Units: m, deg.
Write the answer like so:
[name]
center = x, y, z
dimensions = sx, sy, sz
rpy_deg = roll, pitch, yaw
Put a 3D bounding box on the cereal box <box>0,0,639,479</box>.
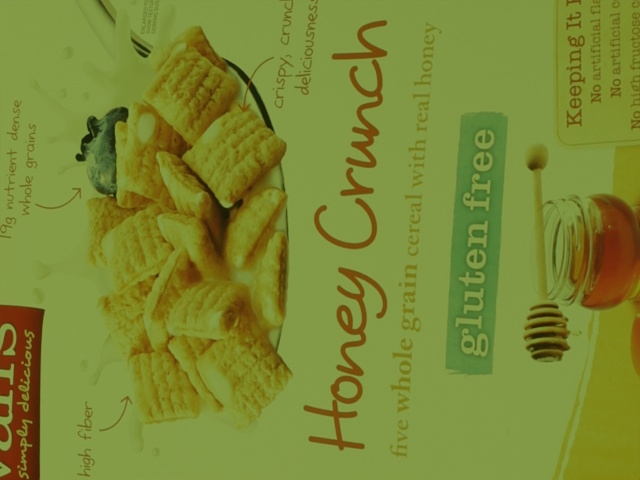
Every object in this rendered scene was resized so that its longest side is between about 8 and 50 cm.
[cereal box]
center = 0.000, 0.000, 0.464
dimensions = 0.240, 0.047, 0.173
rpy_deg = 2, 87, 30
